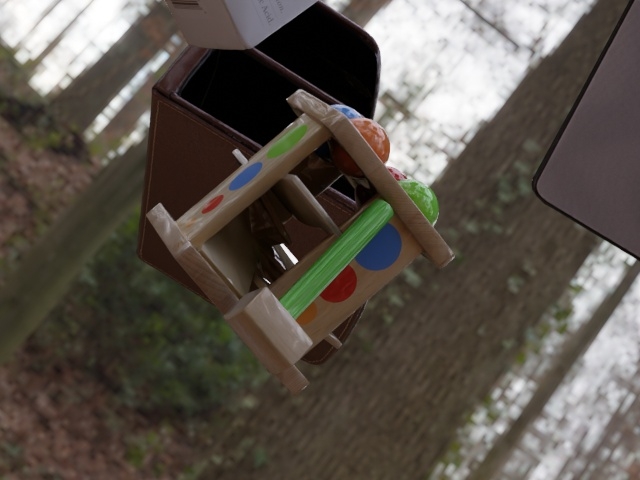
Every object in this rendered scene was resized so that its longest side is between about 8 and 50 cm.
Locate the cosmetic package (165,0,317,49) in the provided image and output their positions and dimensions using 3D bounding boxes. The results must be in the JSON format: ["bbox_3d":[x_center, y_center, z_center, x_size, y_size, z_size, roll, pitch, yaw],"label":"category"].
[{"bbox_3d":[-0.013,-0.237,1.092,0.085,0.231,0.117,14,-42,53],"label":"cosmetic package"}]

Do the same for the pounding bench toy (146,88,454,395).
[{"bbox_3d":[0.000,0.000,0.425,0.052,0.065,0.083,51,-3,-19],"label":"pounding bench toy"}]

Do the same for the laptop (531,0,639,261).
[{"bbox_3d":[0.300,-0.096,0.708,0.408,0.382,0.236,34,15,27],"label":"laptop"}]

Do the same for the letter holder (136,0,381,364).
[{"bbox_3d":[-0.020,-0.047,1.337,0.214,0.152,0.302,33,-26,7],"label":"letter holder"}]
